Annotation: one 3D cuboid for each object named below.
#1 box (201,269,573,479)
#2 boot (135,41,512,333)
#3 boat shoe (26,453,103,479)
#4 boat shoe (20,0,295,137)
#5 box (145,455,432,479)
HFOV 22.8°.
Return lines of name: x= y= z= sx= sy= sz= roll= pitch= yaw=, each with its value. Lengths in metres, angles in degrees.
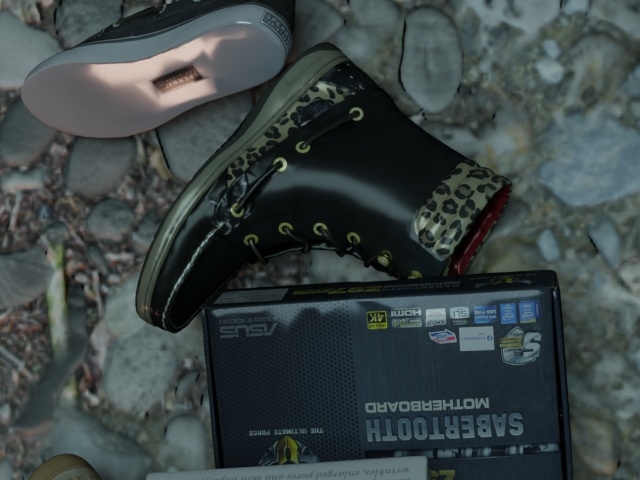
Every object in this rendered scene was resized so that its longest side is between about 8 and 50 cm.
box: x=0.046 y=0.119 z=1.043 sx=0.233 sy=0.059 sz=0.183 roll=-3 pitch=101 yaw=9
boot: x=0.000 y=-0.001 z=1.091 sx=0.179 sy=0.085 sz=0.236 roll=35 pitch=85 yaw=18
boat shoe: x=-0.218 y=0.315 z=1.119 sx=0.110 sy=0.122 sz=0.341 roll=39 pitch=105 yaw=51
boat shoe: x=-0.116 y=-0.140 z=1.155 sx=0.229 sy=0.080 sz=0.076 roll=-16 pitch=39 yaw=32
box: x=-0.016 y=0.237 z=0.939 sx=0.181 sy=0.119 sz=0.181 roll=-4 pitch=46 yaw=9
